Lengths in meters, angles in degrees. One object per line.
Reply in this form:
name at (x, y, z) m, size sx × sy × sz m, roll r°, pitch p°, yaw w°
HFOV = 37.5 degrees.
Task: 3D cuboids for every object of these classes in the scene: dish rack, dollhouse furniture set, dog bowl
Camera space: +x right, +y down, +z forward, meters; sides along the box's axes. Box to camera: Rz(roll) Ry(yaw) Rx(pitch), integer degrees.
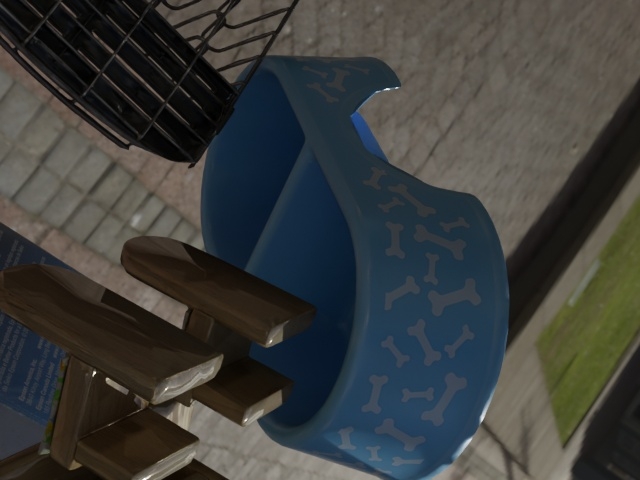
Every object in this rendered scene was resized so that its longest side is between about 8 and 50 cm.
dish rack at (-0.096, -0.179, 0.544) m, size 0.208 × 0.074 × 0.271 m, roll 44°, pitch 53°, yaw -26°
dollhouse furniture set at (-0.149, 0.112, 0.387) m, size 0.242 × 0.161 × 0.212 m, roll -18°, pitch 128°, yaw -60°
dog bowl at (0.000, 0.000, 0.542) m, size 0.074 × 0.297 × 0.166 m, roll 10°, pitch 125°, yaw -28°

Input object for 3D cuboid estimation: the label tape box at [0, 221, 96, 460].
label tape box at (-0.362, 0.060, 0.839) m, size 0.115 × 0.348 × 0.249 m, roll -49°, pitch -158°, yaw 19°
